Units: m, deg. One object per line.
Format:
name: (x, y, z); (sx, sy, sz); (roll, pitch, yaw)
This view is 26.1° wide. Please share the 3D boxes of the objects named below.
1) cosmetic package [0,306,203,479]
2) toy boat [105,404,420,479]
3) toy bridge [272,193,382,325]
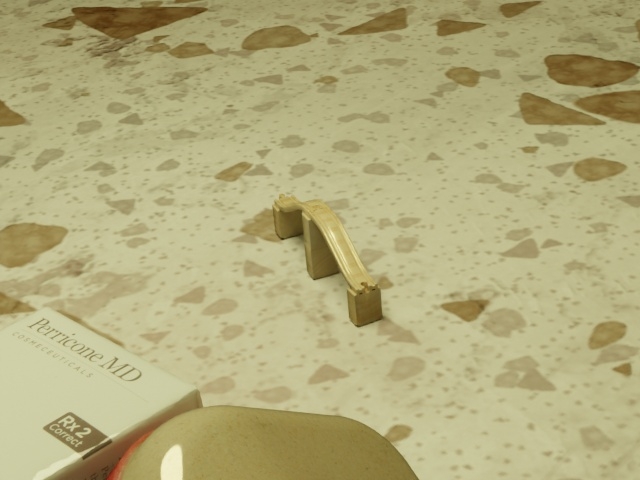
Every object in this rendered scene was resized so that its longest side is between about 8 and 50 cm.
cosmetic package: (-0.177, 0.160, 0.807); (0.151, 0.151, 0.184); (22, 39, 38)
toy boat: (-0.035, 0.185, 0.761); (0.231, 0.151, 0.151); (15, 31, -51)
toy bridge: (0.000, 0.000, 1.158); (0.026, 0.063, 0.188); (-16, 31, -17)
